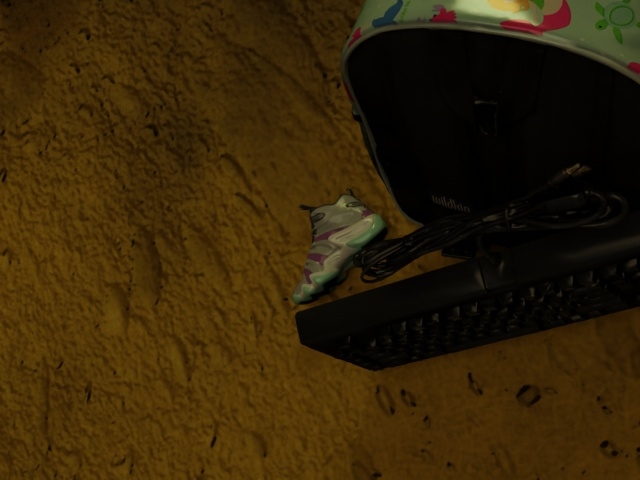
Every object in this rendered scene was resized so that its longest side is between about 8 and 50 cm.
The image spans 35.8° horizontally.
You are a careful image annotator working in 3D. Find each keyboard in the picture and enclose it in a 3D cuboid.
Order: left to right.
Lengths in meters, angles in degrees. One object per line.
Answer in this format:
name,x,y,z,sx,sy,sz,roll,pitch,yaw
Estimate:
keyboard,0.123,0.028,0.647,0.317,0.201,0.033,-19,57,29

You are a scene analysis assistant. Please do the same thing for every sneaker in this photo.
sneaker,0.000,0.000,0.803,0.098,0.038,0.069,-43,71,6

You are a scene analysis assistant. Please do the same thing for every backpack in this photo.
backpack,0.135,-0.105,0.635,0.225,0.253,0.191,13,73,24
